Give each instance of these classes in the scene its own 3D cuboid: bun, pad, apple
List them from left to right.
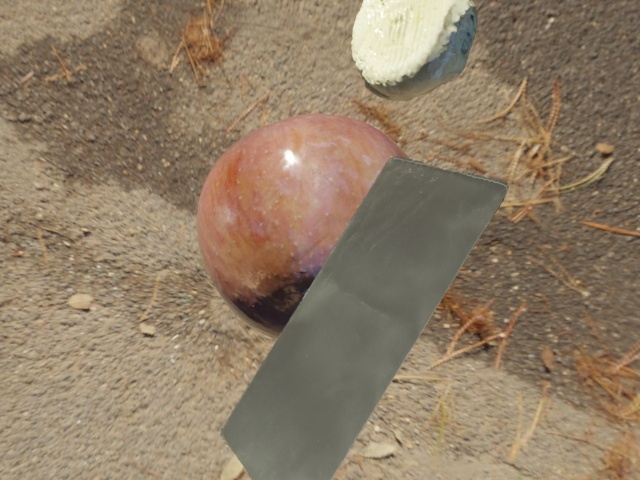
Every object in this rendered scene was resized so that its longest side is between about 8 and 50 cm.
[{"bbox_3d":[0.000,0.000,0.935,0.305,0.306,0.235,-15,59,-8],"label":"apple"},{"bbox_3d":[0.015,0.043,0.403,0.004,0.116,0.193,32,87,-28],"label":"pad"},{"bbox_3d":[0.153,-0.312,1.211,0.134,0.220,0.221,19,82,-45],"label":"bun"}]
